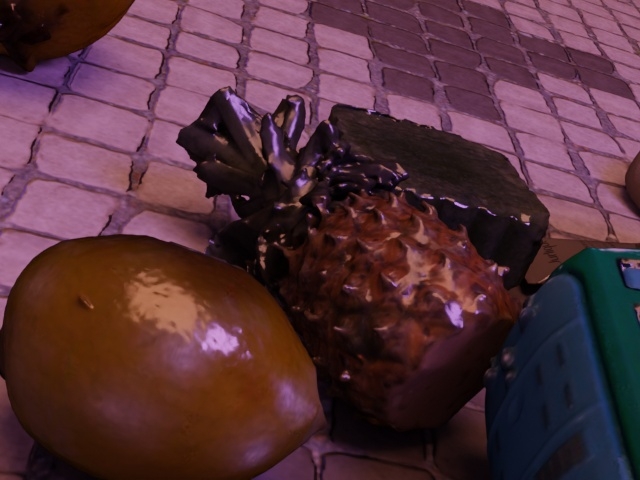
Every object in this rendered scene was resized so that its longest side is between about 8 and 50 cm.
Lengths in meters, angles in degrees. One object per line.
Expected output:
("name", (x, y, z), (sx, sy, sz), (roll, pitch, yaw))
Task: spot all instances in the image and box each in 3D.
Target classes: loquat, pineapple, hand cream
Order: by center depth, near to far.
("loquat", (-0.089, 0.070, 0.610), (0.195, 0.152, 0.152), (12, 29, -4))
("pineapple", (0.000, 0.000, 0.784), (0.170, 0.141, 0.310), (-37, 54, -6))
("loquat", (-0.270, -0.273, 1.002), (0.243, 0.244, 0.244), (16, 29, -9))
("hand cream", (0.268, 0.025, 1.016), (0.186, 0.054, 0.087), (5, 28, -13))

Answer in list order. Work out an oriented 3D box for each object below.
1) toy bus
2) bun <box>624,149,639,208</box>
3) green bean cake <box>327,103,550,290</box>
("toy bus", (0.201, 0.158, 0.584), (0.199, 0.184, 0.344), (17, 33, -10))
("bun", (0.441, -0.071, 1.217), (0.173, 0.114, 0.166), (28, 30, 17))
("green bean cake", (0.091, -0.040, 0.962), (0.183, 0.094, 0.185), (11, 30, -15))
